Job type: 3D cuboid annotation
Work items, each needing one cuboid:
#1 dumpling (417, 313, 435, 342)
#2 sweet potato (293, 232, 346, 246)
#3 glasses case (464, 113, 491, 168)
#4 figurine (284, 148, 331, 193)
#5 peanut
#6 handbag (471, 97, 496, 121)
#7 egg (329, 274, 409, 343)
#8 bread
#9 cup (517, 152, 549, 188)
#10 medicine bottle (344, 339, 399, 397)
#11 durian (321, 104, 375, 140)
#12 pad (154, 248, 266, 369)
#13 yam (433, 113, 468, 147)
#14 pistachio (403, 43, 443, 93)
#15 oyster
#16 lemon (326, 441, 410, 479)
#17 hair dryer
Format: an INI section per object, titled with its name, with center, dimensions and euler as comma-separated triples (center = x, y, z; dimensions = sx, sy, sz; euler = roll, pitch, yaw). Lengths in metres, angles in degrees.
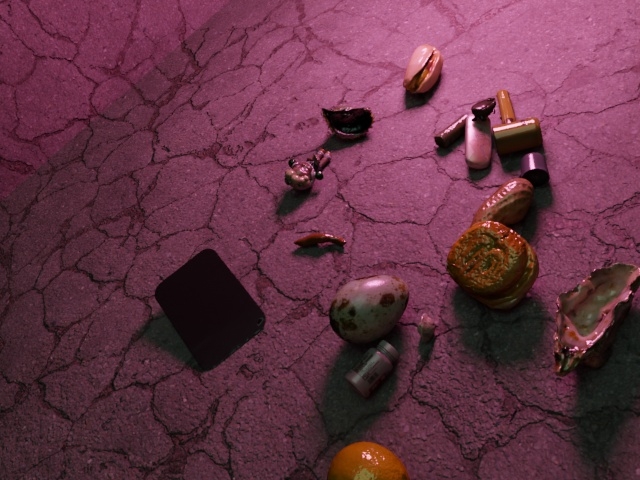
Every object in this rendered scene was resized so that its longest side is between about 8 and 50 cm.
[dumpling]
center = 0.271, 0.222, 1.707
dimensions = 0.043, 0.059, 0.077
euler = 11, 56, 45
[sweet potato]
center = -0.002, -0.003, 2.044
dimensions = 0.179, 0.044, 0.044
euler = -4, 52, 24
[glasses case]
center = 0.485, -0.308, 2.027
dimensions = 0.081, 0.051, 0.204
euler = 4, 60, 4
[figurine]
center = -0.043, -0.244, 2.228
dimensions = 0.147, 0.093, 0.197
euler = 27, 68, 29
[peanut]
center = 0.500, -0.081, 1.815
dimensions = 0.226, 0.095, 0.108
euler = -41, 58, -6
[handbag]
center = 0.510, -0.409, 2.036
dimensions = 0.072, 0.047, 0.111
euler = 8, 37, 39
[egg]
center = 0.131, 0.176, 1.742
dimensions = 0.231, 0.169, 0.169
euler = -29, 46, -6
[bread]
center = 0.439, 0.057, 1.695
dimensions = 0.236, 0.120, 0.198
euler = 42, 99, 35
[cup]
center = 0.600, -0.194, 1.881
dimensions = 0.100, 0.078, 0.077
euler = -38, 31, 39
[medicine bottle]
center = 0.133, 0.324, 1.679
dimensions = 0.140, 0.079, 0.079
euler = -45, 47, -13
[durian]
center = 0.107, -0.414, 2.310
dimensions = 0.187, 0.119, 0.108
euler = 1, 15, 13
[pad]
center = -0.365, 0.235, 2.049
dimensions = 0.315, 0.063, 0.375
euler = -37, 56, -7
[yam]
center = 0.427, -0.350, 2.104
dimensions = 0.132, 0.054, 0.054
euler = -38, 46, -7
[pistachio]
center = 0.356, -0.592, 2.304
dimensions = 0.145, 0.117, 0.200
euler = -26, 38, 63
[oyster]
center = 0.626, 0.188, 1.524
dimensions = 0.166, 0.110, 0.341
euler = 12, 57, 28
[lemon]
center = 0.100, 0.536, 1.456
dimensions = 0.203, 0.178, 0.178
euler = 26, 68, 38
[hair dryer]
center = 0.593, -0.380, 2.030
dimensions = 0.135, 0.090, 0.278
euler = -13, 43, 18
